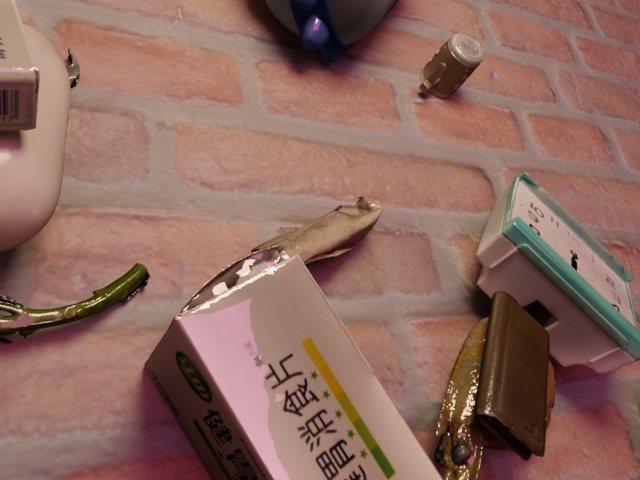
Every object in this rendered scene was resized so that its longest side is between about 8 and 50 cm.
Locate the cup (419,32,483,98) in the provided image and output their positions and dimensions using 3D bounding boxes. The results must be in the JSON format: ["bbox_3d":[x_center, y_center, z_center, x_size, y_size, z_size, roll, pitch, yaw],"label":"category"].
[{"bbox_3d":[0.226,-0.315,0.981,0.102,0.099,0.074,-8,69,-31],"label":"cup"}]

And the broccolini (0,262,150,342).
[{"bbox_3d":[-0.312,0.040,0.555,0.271,0.062,0.123,-9,75,-38],"label":"broccolini"}]

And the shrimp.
[{"bbox_3d":[0.236,0.222,0.722,0.168,0.077,0.317,44,48,-1],"label":"shrimp"}]

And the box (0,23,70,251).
[{"bbox_3d":[-0.422,-0.122,0.500,0.348,0.141,0.289,6,52,-25],"label":"box"}]

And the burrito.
[{"bbox_3d":[0.000,0.000,0.715,0.225,0.087,0.061,-27,88,-39],"label":"burrito"}]

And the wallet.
[{"bbox_3d":[0.247,0.166,0.696,0.110,0.031,0.198,42,43,-15],"label":"wallet"}]

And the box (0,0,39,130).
[{"bbox_3d":[-0.368,-0.157,0.410,0.259,0.071,0.168,-10,59,-37],"label":"box"}]

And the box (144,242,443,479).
[{"bbox_3d":[-0.025,0.192,0.540,0.145,0.173,0.333,-27,80,-36],"label":"box"}]

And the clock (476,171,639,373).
[{"bbox_3d":[0.358,0.048,0.845,0.262,0.116,0.231,44,34,-2],"label":"clock"}]

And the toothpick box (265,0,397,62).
[{"bbox_3d":[0.045,-0.458,0.892,0.263,0.263,0.355,36,55,-6],"label":"toothpick box"}]

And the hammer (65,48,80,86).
[{"bbox_3d":[-0.387,-0.241,0.675,0.181,0.017,0.062,23,56,-14],"label":"hammer"}]
